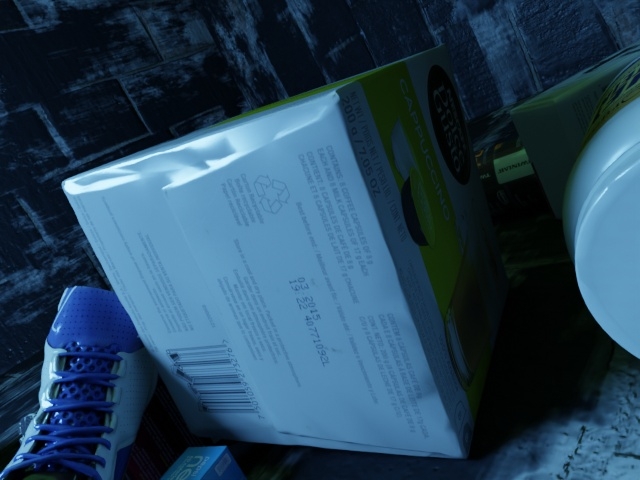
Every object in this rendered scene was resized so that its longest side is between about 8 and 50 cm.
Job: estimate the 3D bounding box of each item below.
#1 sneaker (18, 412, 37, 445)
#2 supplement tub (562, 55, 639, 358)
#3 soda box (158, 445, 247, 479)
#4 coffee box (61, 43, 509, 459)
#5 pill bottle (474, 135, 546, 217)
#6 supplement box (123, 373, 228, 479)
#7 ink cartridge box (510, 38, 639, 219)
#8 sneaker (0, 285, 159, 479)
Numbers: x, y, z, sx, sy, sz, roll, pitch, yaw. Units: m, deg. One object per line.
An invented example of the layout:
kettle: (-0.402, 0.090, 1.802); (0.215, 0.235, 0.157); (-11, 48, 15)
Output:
sneaker: (-0.419, 0.333, 0.883); (0.276, 0.106, 0.110); (-18, -4, 22)
supplement tub: (0.341, -0.049, 0.428); (0.228, 0.228, 0.316); (-18, 15, 39)
soda box: (-0.157, 0.295, 0.471); (0.071, 0.067, 0.210); (-18, 15, 37)
coffee box: (0.000, 0.000, 0.603); (0.338, 0.337, 0.334); (-10, 19, 32)
pill bottle: (0.311, -0.105, 0.958); (0.246, 0.130, 0.130); (-18, 16, 40)
supplement box: (-0.244, 0.262, 0.646); (0.240, 0.130, 0.073); (-31, 9, -19)
ink cartridge box: (0.461, -0.175, 0.759); (0.273, 0.196, 0.114); (-29, 12, -7)
sneaker: (-0.243, 0.203, 0.512); (0.128, 0.315, 0.182); (11, -15, -15)
